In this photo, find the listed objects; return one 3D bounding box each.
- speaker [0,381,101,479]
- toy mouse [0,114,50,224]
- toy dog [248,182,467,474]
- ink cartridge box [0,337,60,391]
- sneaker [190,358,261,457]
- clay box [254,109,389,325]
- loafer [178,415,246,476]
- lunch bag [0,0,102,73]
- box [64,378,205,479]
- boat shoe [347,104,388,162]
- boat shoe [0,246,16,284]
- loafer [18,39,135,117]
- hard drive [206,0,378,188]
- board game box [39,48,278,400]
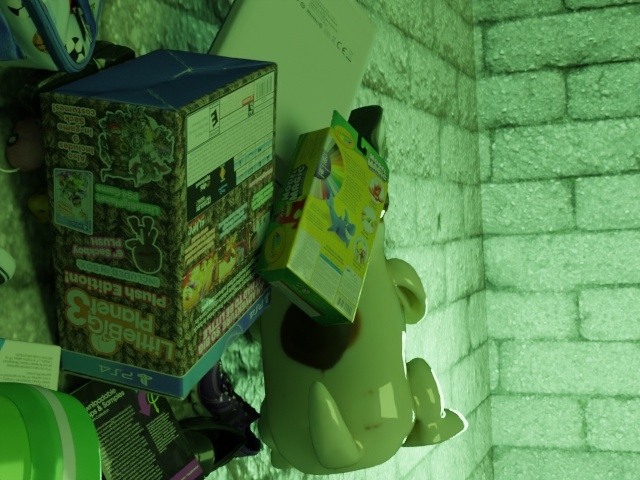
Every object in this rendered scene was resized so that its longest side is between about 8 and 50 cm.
[{"bbox_3d":[-0.290,0.151,0.554,0.296,0.131,0.131,7,80,-43],"label":"speaker"},{"bbox_3d":[-0.261,-0.088,0.907,0.161,0.031,0.143,25,65,-66],"label":"toy mouse"},{"bbox_3d":[-0.005,0.094,1.241,0.395,0.284,0.408,4,74,-68],"label":"toy dog"},{"bbox_3d":[-0.292,0.178,0.726,0.148,0.085,0.203,27,63,-64],"label":"ink cartridge box"},{"bbox_3d":[-0.116,0.211,1.183,0.068,0.071,0.170,-63,143,-51],"label":"sneaker"},{"bbox_3d":[0.010,-0.029,1.062,0.127,0.053,0.222,43,51,-37],"label":"clay box"},{"bbox_3d":[-0.161,0.245,1.056,0.223,0.078,0.076,0,89,-67],"label":"loafer"},{"bbox_3d":[-0.251,-0.288,0.764,0.303,0.114,0.243,83,11,-64],"label":"lunch bag"},{"bbox_3d":[-0.196,0.209,0.950,0.116,0.029,0.162,-32,100,-52],"label":"box"},{"bbox_3d":[0.067,-0.120,1.622,0.320,0.118,0.103,-77,150,-50],"label":"boat shoe"},{"bbox_3d":[-0.321,0.025,0.713,0.183,0.065,0.083,37,57,-56],"label":"boat shoe"},{"bbox_3d":[-0.251,-0.163,0.909,0.170,0.061,0.062,-48,159,-63],"label":"loafer"},{"bbox_3d":[-0.034,-0.231,1.163,0.210,0.040,0.319,44,48,-31],"label":"hard drive"},{"bbox_3d":[-0.153,-0.028,0.944,0.232,0.141,0.291,-46,143,-61],"label":"board game box"}]
